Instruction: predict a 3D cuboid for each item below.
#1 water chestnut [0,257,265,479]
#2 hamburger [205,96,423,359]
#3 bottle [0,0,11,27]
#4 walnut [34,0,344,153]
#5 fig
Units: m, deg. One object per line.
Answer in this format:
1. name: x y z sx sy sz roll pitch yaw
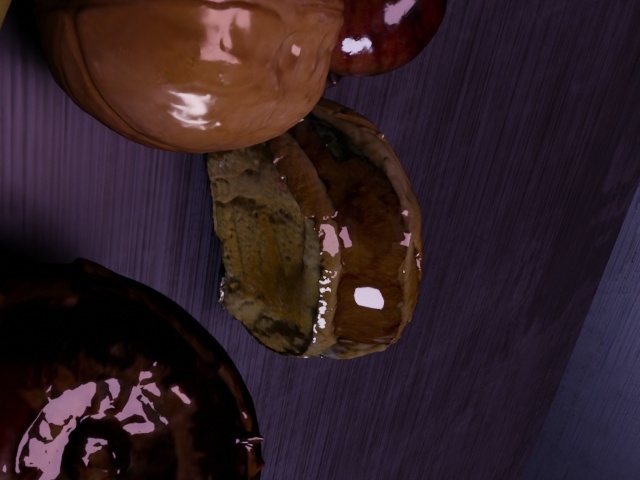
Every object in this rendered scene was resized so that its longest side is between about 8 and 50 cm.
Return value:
1. water chestnut: -0.195 0.158 0.618 0.300 0.300 0.300 -37 143 -35
2. hamburger: 0.000 0.000 0.797 0.132 0.211 0.308 -31 141 -35
3. bottle: -0.273 -0.012 0.404 0.172 0.172 0.351 -1 118 -57
4. walnut: -0.080 -0.153 0.567 0.226 0.193 0.193 0 115 -56
5. fig: 0.040 -0.207 0.732 0.148 0.149 0.202 -43 141 2
